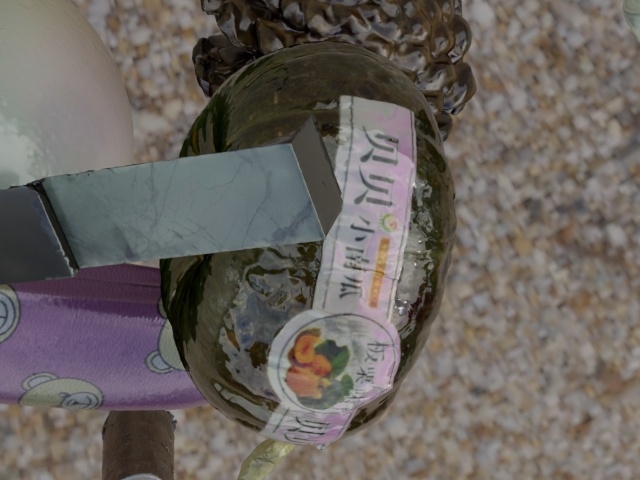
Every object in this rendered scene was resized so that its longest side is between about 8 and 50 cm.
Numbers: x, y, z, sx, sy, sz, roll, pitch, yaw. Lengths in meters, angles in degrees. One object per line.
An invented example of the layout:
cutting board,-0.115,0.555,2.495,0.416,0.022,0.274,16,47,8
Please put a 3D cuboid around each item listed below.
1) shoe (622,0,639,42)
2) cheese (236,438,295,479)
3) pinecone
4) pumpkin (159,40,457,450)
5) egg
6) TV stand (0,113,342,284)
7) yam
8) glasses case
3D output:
shoe,0.348,-0.180,1.222,0.265,0.095,0.110,-24,111,8
cheese,-0.059,0.229,1.814,0.030,0.044,0.083,39,132,-9
pinecone,0.012,-0.146,1.444,0.243,0.243,0.257,-15,148,-6
pumpkin,0.003,0.001,1.143,0.189,0.260,0.260,11,124,-21
egg,-0.325,-0.067,1.481,0.354,0.340,0.354,-6,109,-17
TV stand,-0.116,-0.013,0.771,0.256,0.040,0.049,-7,118,25
yam,-0.183,0.223,1.757,0.079,0.141,0.079,-3,119,-5
glasses case,-0.199,0.069,1.308,0.316,0.076,0.123,6,132,-21
